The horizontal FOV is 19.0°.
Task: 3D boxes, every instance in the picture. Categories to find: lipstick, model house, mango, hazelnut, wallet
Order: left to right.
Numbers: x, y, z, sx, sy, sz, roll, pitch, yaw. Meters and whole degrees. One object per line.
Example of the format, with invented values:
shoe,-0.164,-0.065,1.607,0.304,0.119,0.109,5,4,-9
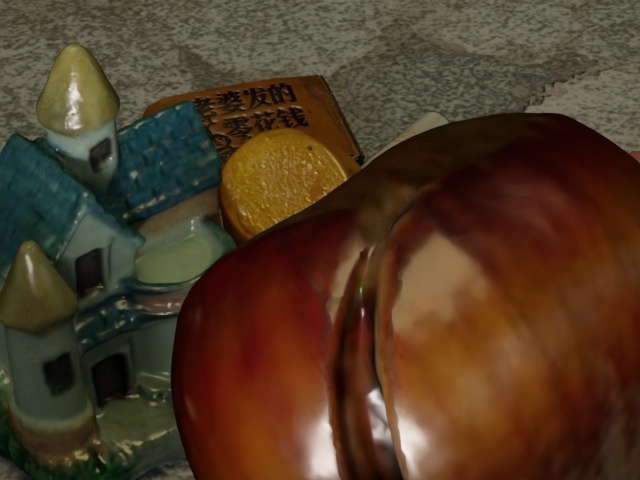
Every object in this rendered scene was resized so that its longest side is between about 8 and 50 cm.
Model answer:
model house,-0.160,0.001,1.513,0.267,0.325,0.194,-25,41,-28
wallet,-0.067,-0.100,1.880,0.195,0.042,0.161,-11,38,-13
mango,0.003,0.001,1.661,0.217,0.141,0.102,48,12,23
lipstick,0.075,-0.076,1.847,0.040,0.040,0.141,22,43,28
hazelnut,0.099,0.089,1.384,0.359,0.359,0.409,28,53,33

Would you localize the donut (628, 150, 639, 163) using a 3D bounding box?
donut,0.328,-0.002,1.703,0.233,0.085,0.199,15,40,21
